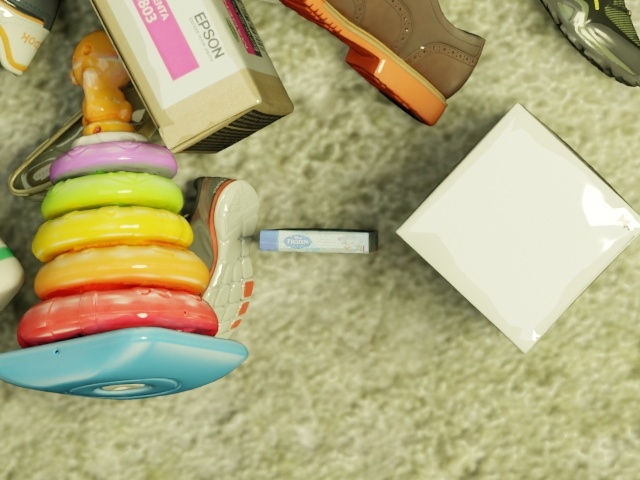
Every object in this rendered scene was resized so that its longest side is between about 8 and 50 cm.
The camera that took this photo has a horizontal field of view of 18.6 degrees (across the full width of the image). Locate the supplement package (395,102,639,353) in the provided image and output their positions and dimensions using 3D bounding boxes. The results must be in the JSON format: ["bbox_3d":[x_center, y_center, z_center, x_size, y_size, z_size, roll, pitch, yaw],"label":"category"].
[{"bbox_3d":[0.159,-0.014,1.529,0.134,0.244,0.139,43,95,3],"label":"supplement package"}]

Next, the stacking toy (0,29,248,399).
[{"bbox_3d":[-0.171,-0.026,1.593,0.175,0.166,0.302,-13,75,30],"label":"stacking toy"}]

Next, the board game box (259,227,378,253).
[{"bbox_3d":[0.000,0.000,1.624,0.090,0.090,0.020,2,91,6],"label":"board game box"}]

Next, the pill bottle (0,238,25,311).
[{"bbox_3d":[-0.430,-0.044,1.615,0.204,0.204,0.361,-40,87,6],"label":"pill bottle"}]

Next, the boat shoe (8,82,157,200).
[{"bbox_3d":[-0.198,-0.084,1.665,0.153,0.048,0.056,-31,89,7],"label":"boat shoe"}]

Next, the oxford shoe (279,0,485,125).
[{"bbox_3d":[0.026,-0.209,1.576,0.098,0.097,0.271,-50,123,-1],"label":"oxford shoe"}]

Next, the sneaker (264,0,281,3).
[{"bbox_3d":[0.028,-0.296,1.627,0.240,0.091,0.126,-28,53,21],"label":"sneaker"}]

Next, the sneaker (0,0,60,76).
[{"bbox_3d":[-0.378,-0.225,1.642,0.321,0.126,0.127,14,88,4],"label":"sneaker"}]

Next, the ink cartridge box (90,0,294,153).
[{"bbox_3d":[-0.120,-0.190,1.580,0.088,0.193,0.234,-27,89,7],"label":"ink cartridge box"}]

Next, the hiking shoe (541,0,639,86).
[{"bbox_3d":[0.222,-0.235,1.593,0.114,0.086,0.227,-34,87,10],"label":"hiking shoe"}]

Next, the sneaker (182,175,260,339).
[{"bbox_3d":[-0.096,0.018,1.663,0.065,0.061,0.158,21,102,37],"label":"sneaker"}]
